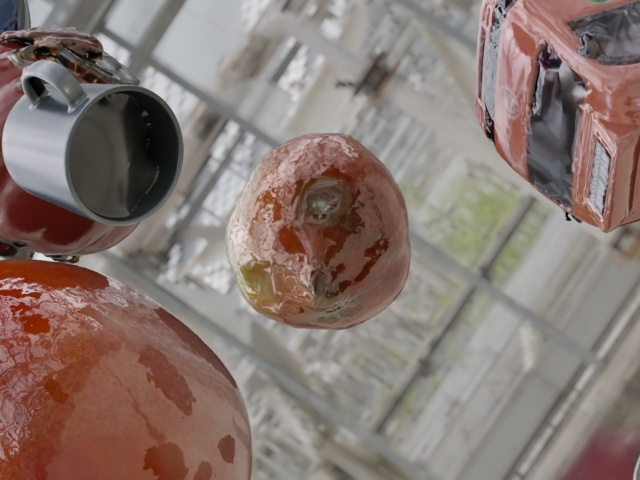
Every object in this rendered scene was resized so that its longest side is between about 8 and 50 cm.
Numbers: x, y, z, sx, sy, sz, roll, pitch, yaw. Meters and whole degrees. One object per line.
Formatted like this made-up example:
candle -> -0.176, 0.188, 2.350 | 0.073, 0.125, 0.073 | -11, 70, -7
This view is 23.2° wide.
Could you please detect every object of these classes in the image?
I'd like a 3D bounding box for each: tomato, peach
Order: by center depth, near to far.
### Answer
tomato -> -0.205, 0.166, 1.243 | 0.321, 0.321, 0.321 | -55, -6, -9
peach -> 0.000, 0.000, 1.831 | 0.232, 0.232, 0.256 | -58, 18, 15

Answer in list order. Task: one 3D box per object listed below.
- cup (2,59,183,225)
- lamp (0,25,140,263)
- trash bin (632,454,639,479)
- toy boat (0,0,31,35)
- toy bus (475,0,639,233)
cup -> -0.135, -0.060, 0.868 | 0.078, 0.077, 0.100 | -47, -53, -25
lamp -> -0.246, -0.089, 1.386 | 0.227, 0.227, 0.227 | -55, -6, -9
trash bin -> 0.331, 0.246, 1.054 | 0.182, 0.290, 0.209 | -21, 14, -23
toy boat -> -0.367, -0.283, 1.731 | 0.067, 0.220, 0.291 | -18, 5, -8
toy bus -> 0.362, -0.165, 1.366 | 0.427, 0.233, 0.203 | -17, -42, -13
